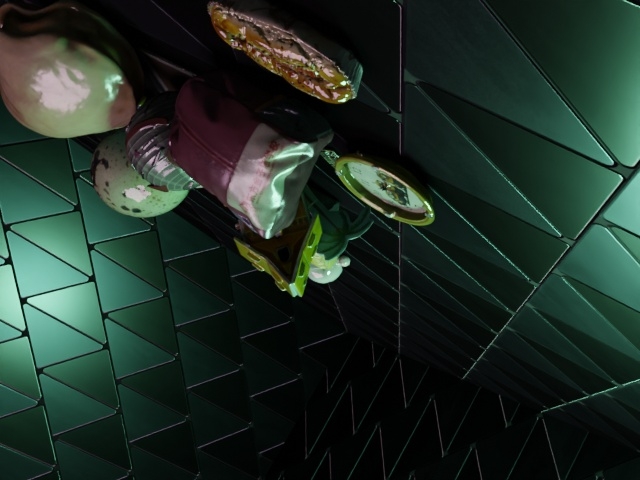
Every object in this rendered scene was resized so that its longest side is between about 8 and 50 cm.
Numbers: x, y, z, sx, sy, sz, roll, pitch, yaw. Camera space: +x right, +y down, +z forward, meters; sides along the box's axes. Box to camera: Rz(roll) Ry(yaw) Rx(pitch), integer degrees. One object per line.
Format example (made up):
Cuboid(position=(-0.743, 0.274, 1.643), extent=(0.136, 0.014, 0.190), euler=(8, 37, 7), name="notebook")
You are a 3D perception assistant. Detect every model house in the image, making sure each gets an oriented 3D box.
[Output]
Cuboid(position=(-0.042, -0.056, 1.734), extent=(0.300, 0.340, 0.324), euler=(83, 172, -76), name="model house")

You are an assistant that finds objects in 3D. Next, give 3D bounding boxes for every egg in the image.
Cuboid(position=(-0.537, -0.211, 2.317), extent=(0.379, 0.287, 0.287), euler=(10, 158, 41), name="egg")

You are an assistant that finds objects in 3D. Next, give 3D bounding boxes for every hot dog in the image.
Cuboid(position=(-0.055, -0.300, 1.187), extent=(0.268, 0.075, 0.144), euler=(28, 169, 6), name="hot dog")

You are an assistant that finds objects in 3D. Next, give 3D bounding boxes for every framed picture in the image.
Cuboid(position=(-0.299, -0.346, 1.782), extent=(0.216, 0.016, 0.273), euler=(28, 169, 15), name="framed picture")

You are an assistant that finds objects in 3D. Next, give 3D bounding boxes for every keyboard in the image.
Cuboid(position=(0.045, -0.164, 1.679), extent=(0.049, 0.015, 0.129), euler=(20, 164, 44), name="keyboard")

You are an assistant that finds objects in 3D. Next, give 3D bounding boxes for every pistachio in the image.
Cuboid(position=(-0.590, -0.391, 1.754), extent=(0.365, 0.281, 0.445), euler=(40, 150, -29), name="pistachio")

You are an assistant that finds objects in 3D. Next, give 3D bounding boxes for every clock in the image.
Cuboid(position=(0.139, -0.115, 1.548), extent=(0.237, 0.057, 0.237), euler=(30, 167, 8), name="clock")

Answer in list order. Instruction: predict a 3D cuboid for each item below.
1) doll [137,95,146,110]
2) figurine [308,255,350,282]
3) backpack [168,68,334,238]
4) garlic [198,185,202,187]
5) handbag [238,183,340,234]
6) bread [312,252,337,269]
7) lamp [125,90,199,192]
Cuboid(position=(-0.586, -0.397, 2.065), extent=(0.341, 0.099, 0.346), euler=(37, 162, -12), name="doll")
Cuboid(position=(0.006, 0.075, 2.572), extent=(0.256, 0.182, 0.144), euler=(39, -150, -65), name="figurine")
Cuboid(position=(-0.155, -0.193, 1.517), extent=(0.317, 0.283, 0.197), euler=(36, -149, 14), name="backpack")
Cuboid(position=(-0.370, -0.237, 2.075), extent=(0.228, 0.152, 0.228), euler=(37, 171, 7), name="garlic")
Cuboid(position=(-0.090, -0.061, 1.943), extent=(0.175, 0.270, 0.089), euler=(35, 147, 23), name="handbag")
Cuboid(position=(0.000, 0.000, 2.204), extent=(0.106, 0.140, 0.236), euler=(25, 168, 13), name="bread")
Cuboid(position=(-0.329, -0.223, 1.746), extent=(0.233, 0.233, 0.265), euler=(32, 148, -6), name="lamp")
